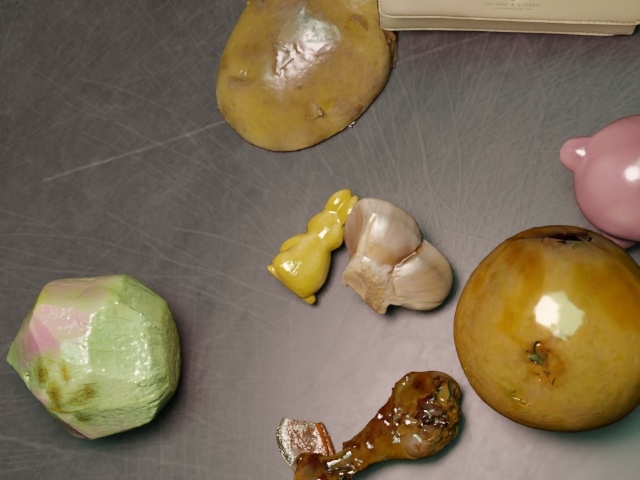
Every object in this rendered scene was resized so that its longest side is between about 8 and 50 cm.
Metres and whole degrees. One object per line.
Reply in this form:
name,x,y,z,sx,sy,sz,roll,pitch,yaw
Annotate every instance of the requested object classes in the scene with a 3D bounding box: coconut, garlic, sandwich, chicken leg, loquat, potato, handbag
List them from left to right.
coconut,-0.310,0.151,1.849,0.236,0.236,0.204,-11,40,10
potato,-0.024,-0.268,1.934,0.239,0.116,0.299,44,91,14
sandwich,-0.020,0.278,1.841,0.069,0.026,0.101,-32,71,5
chicken leg,0.077,0.259,1.786,0.251,0.087,0.107,-30,36,0
garlic,0.100,0.024,1.833,0.174,0.099,0.124,38,118,-8
handbag,0.252,-0.370,1.802,0.359,0.236,0.160,2,75,4
loquat,0.297,0.112,1.707,0.263,0.263,0.263,-3,76,12

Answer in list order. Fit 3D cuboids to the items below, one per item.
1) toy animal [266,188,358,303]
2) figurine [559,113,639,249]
toy animal,0.003,0.002,1.880,0.083,0.070,0.159,37,88,1
figurine,0.409,-0.077,1.760,0.173,0.173,0.173,-3,76,12
